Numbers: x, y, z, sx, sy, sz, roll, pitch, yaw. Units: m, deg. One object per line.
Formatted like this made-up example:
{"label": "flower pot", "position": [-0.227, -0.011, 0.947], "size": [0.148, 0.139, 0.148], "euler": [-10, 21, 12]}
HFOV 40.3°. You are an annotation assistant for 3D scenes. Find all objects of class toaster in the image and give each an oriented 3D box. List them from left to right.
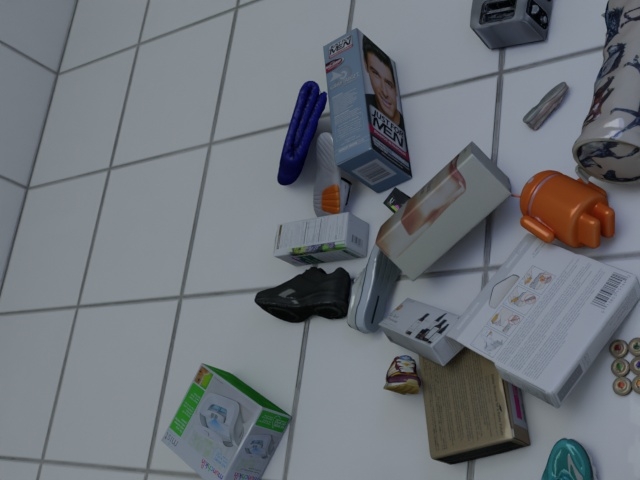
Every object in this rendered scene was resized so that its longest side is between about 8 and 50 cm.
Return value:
{"label": "toaster", "position": [0.453, -0.558, 2.085], "size": [0.185, 0.110, 0.168], "euler": [0, 69, 41]}

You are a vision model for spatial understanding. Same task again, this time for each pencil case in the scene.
{"label": "pencil case", "position": [0.623, -0.314, 1.761], "size": [0.183, 0.160, 0.410], "euler": [-25, 43, 64]}

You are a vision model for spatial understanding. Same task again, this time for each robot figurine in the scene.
{"label": "robot figurine", "position": [0.501, -0.066, 1.800], "size": [0.219, 0.128, 0.158], "euler": [38, 101, 45]}

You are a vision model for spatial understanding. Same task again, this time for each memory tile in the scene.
{"label": "memory tile", "position": [0.618, 0.233, 1.640], "size": [0.148, 0.012, 0.113], "euler": [-13, 62, 36]}

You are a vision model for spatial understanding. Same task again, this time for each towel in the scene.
{"label": "towel", "position": [-0.049, -0.272, 2.290], "size": [0.308, 0.076, 0.228], "euler": [123, 162, -82]}

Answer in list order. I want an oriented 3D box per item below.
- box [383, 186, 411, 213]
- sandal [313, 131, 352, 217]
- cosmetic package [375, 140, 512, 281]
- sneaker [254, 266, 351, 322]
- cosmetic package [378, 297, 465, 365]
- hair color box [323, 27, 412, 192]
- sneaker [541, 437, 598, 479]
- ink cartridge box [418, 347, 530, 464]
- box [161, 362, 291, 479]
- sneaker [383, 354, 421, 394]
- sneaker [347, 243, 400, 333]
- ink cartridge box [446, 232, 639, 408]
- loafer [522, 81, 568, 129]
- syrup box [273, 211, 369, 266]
{"label": "box", "position": [0.203, -0.080, 2.093], "size": [0.052, 0.083, 0.062], "euler": [-52, 47, 8]}
{"label": "sandal", "position": [0.041, -0.156, 2.227], "size": [0.102, 0.076, 0.265], "euler": [32, 133, 39]}
{"label": "cosmetic package", "position": [0.273, -0.066, 1.950], "size": [0.296, 0.129, 0.153], "euler": [-43, 5, 18]}
{"label": "sneaker", "position": [-0.039, 0.132, 2.205], "size": [0.286, 0.109, 0.130], "euler": [-4, 58, 32]}
{"label": "cosmetic package", "position": [0.225, 0.192, 1.884], "size": [0.099, 0.060, 0.239], "euler": [-38, 19, -15]}
{"label": "hair color box", "position": [0.118, -0.329, 2.211], "size": [0.113, 0.185, 0.374], "euler": [-24, 57, 30]}
{"label": "sneaker", "position": [0.432, 0.499, 1.608], "size": [0.107, 0.110, 0.275], "euler": [8, 75, 42]}
{"label": "ink cartridge box", "position": [0.314, 0.325, 1.805], "size": [0.193, 0.088, 0.235], "euler": [-22, 56, 30]}
{"label": "box", "position": [-0.238, 0.474, 2.187], "size": [0.262, 0.126, 0.231], "euler": [27, 87, 43]}
{"label": "sneaker", "position": [0.179, 0.288, 1.896], "size": [0.185, 0.069, 0.084], "euler": [132, 153, -76]}
{"label": "sneaker", "position": [0.121, 0.093, 2.078], "size": [0.091, 0.094, 0.258], "euler": [3, 68, 51]}
{"label": "ink cartridge box", "position": [0.441, 0.149, 1.732], "size": [0.261, 0.066, 0.296], "euler": [27, 70, 43]}
{"label": "loafer", "position": [0.514, -0.303, 1.969], "size": [0.125, 0.039, 0.045], "euler": [-44, 15, 13]}
{"label": "syrup box", "position": [0.000, 0.000, 2.223], "size": [0.237, 0.093, 0.096], "euler": [-10, 65, 37]}
